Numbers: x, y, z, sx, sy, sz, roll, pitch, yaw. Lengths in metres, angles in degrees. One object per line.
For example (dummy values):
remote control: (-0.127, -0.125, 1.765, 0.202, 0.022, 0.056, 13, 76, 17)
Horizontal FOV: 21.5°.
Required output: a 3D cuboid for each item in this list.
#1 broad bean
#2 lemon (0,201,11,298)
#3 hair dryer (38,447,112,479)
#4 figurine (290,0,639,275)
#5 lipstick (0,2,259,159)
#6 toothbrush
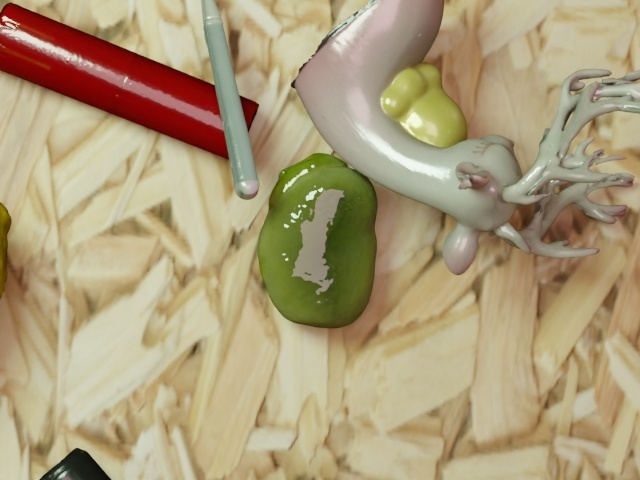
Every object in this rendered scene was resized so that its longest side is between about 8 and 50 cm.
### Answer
broad bean: (0.000, 0.000, 1.718, 0.124, 0.082, 0.175, 11, 83, -5)
lemon: (-0.416, 0.034, 1.628, 0.260, 0.204, 0.204, -36, 88, -15)
hair dryer: (-0.296, 0.324, 1.685, 0.248, 0.070, 0.114, -40, 90, 2)
figurine: (0.176, -0.119, 1.677, 0.284, 0.206, 0.316, -29, 76, -23)
lipstick: (-0.203, -0.162, 1.724, 0.279, 0.073, 0.073, 22, 84, -3)
toothbrush: (-0.101, -0.199, 1.713, 0.030, 0.025, 0.342, -6, 68, -11)
